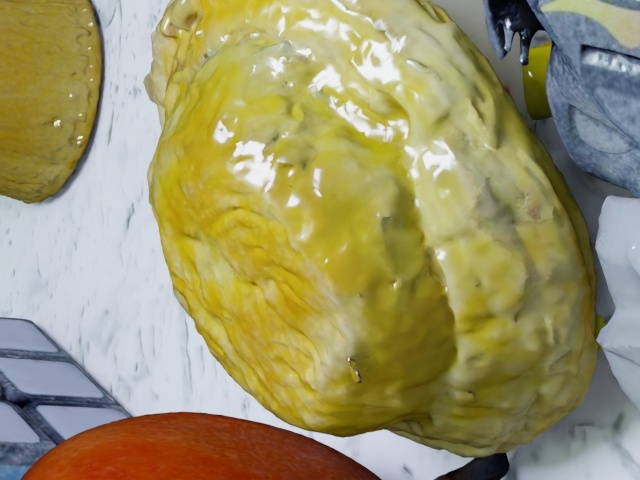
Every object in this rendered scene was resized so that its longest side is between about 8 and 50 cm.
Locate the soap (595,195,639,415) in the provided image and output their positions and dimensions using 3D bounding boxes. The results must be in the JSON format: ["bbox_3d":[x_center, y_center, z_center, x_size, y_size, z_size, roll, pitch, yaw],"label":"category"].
[{"bbox_3d":[0.209,0.133,0.678,0.159,0.257,0.302,15,98,55],"label":"soap"}]

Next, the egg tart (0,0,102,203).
[{"bbox_3d":[-0.294,-0.138,1.584,0.202,0.147,0.203,-20,66,55],"label":"egg tart"}]

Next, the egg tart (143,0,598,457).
[{"bbox_3d":[0.000,0.000,0.961,0.319,0.128,0.319,33,143,29],"label":"egg tart"}]

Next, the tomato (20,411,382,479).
[{"bbox_3d":[-0.067,0.273,1.064,0.341,0.272,0.341,-177,90,-89],"label":"tomato"}]

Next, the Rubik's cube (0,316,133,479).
[{"bbox_3d":[-0.334,0.236,1.443,0.303,0.301,0.305,36,115,54],"label":"Rubik's cube"}]

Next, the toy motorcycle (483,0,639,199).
[{"bbox_3d":[0.166,-0.070,0.821,0.173,0.108,0.307,-10,111,46],"label":"toy motorcycle"}]

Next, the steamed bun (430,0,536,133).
[{"bbox_3d":[0.042,-0.088,1.074,0.177,0.130,0.228,63,147,7],"label":"steamed bun"}]

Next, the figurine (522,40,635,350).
[{"bbox_3d":[0.153,-0.026,0.949,0.129,0.109,0.178,29,115,35],"label":"figurine"}]

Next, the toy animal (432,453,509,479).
[{"bbox_3d":[0.066,0.181,0.865,0.284,0.302,0.225,31,113,48],"label":"toy animal"}]
